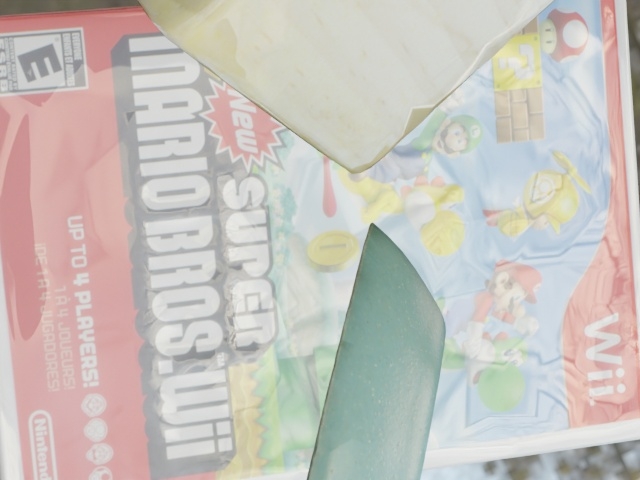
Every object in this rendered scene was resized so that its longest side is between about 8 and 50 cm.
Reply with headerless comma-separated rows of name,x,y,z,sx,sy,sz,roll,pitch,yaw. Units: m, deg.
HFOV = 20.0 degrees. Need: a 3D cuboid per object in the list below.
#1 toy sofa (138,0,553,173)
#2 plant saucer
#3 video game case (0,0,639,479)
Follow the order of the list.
toy sofa,-0.050,-0.206,0.418,0.177,0.362,0.150,-41,164,6
plant saucer,0.007,0.056,0.377,0.021,0.119,0.119,13,-166,3
video game case,0.000,0.000,0.754,0.285,0.204,0.025,-6,-174,-17
